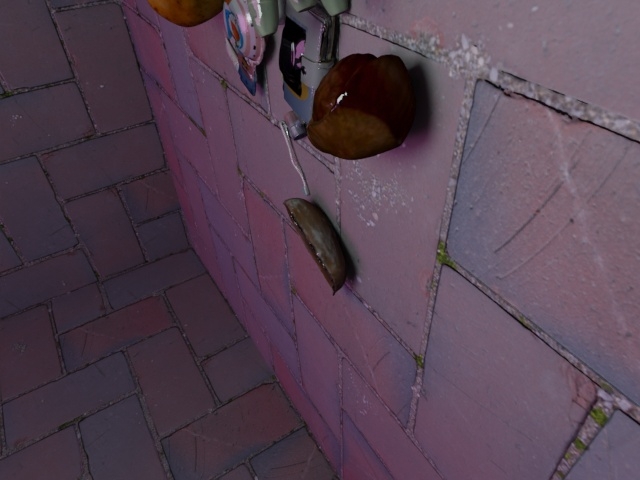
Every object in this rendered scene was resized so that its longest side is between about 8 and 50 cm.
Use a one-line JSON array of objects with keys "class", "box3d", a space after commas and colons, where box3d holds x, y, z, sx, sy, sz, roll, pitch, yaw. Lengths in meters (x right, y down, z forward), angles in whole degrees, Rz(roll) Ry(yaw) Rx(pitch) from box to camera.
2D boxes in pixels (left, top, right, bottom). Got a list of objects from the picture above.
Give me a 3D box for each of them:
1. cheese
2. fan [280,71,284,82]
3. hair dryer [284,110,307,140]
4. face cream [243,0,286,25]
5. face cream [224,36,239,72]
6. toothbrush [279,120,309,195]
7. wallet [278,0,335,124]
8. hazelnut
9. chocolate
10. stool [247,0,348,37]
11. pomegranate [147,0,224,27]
[{"class": "cheese", "box3d": [-0.179, -0.486, 1.119, 0.189, 0.074, 0.286, 58, 157, 24]}, {"class": "fan", "box3d": [-0.082, -0.393, 1.083, 0.060, 0.003, 0.080, 16, 126, 61]}, {"class": "hair dryer", "box3d": [-0.043, -0.285, 1.070, 0.114, 0.037, 0.063, -31, 81, 60]}, {"class": "face cream", "box3d": [-0.137, -0.596, 0.884, 0.102, 0.102, 0.346, 26, 133, 58]}, {"class": "face cream", "box3d": [-0.247, -0.521, 1.304, 0.115, 0.020, 0.038, 63, 158, 16]}, {"class": "toothbrush", "box3d": [-0.066, -0.214, 1.206, 0.022, 0.017, 0.204, -5, 109, 46]}, {"class": "wallet", "box3d": [-0.034, -0.362, 0.926, 0.170, 0.069, 0.231, 57, 155, 33]}, {"class": "hazelnut", "box3d": [0.057, -0.209, 0.732, 0.201, 0.170, 0.161, 13, 123, 51]}, {"class": "chocolate", "box3d": [0.001, 0.001, 1.178, 0.261, 0.083, 0.161, 59, 174, 18]}, {"class": "stool", "box3d": [-0.023, -0.434, 0.677, 0.195, 0.195, 0.199, 20, 134, 60]}, {"class": "pomegranate", "box3d": [-0.314, -0.637, 1.086, 0.248, 0.248, 0.248, 48, 151, 38]}]
